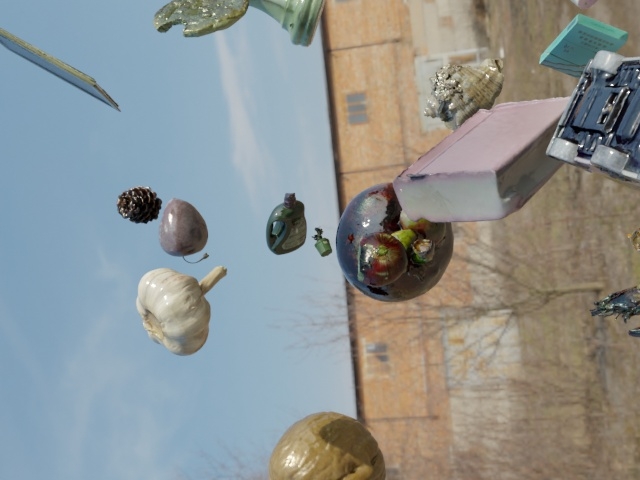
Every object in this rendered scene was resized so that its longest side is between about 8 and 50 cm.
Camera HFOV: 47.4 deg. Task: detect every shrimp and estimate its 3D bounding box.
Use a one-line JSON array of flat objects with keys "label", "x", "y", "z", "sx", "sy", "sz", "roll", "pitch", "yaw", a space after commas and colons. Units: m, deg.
[{"label": "shrimp", "x": 0.488, "y": 0.111, "z": 1.128, "sx": 0.034, "sy": 0.161, "sz": 0.091, "roll": 9, "pitch": -112, "yaw": -35}]

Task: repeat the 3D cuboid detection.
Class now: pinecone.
[{"label": "pinecone", "x": -0.345, "y": -0.069, "z": 1.383, "sx": 0.083, "sy": 0.077, "sz": 0.077, "roll": 29, "pitch": -124, "yaw": -71}]

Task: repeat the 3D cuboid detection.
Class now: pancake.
[{"label": "pancake", "x": -0.297, "y": -0.580, "z": 1.858, "sx": 0.253, "sy": 0.254, "sz": 0.037, "roll": -82, "pitch": -14, "yaw": -49}]

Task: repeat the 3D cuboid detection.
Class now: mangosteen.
[{"label": "mangosteen", "x": 0.205, "y": 0.010, "z": 1.810, "sx": 0.359, "sy": 0.306, "sz": 0.306, "roll": 13, "pitch": 115, "yaw": 54}]

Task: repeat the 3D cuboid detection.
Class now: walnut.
[{"label": "walnut", "x": 0.010, "y": 0.616, "z": 1.942, "sx": 0.333, "sy": 0.333, "sz": 0.332, "roll": -5, "pitch": -90, "yaw": -79}]

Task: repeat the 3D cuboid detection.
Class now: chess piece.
[{"label": "chess piece", "x": -0.143, "y": -0.684, "z": 2.076, "sx": 0.194, "sy": 0.299, "sz": 0.194, "roll": -162, "pitch": 90, "yaw": -88}]

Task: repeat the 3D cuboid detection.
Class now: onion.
[{"label": "onion", "x": 0.129, "y": 0.039, "z": 1.544, "sx": 0.118, "sy": 0.119, "sz": 0.117, "roll": 26, "pitch": -119, "yaw": -77}]

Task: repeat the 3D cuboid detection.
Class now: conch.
[{"label": "conch", "x": 0.374, "y": -0.386, "z": 1.906, "sx": 0.163, "sy": 0.245, "sz": 0.178, "roll": 10, "pitch": -127, "yaw": -61}]

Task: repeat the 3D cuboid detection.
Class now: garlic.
[{"label": "garlic", "x": -0.282, "y": 0.132, "z": 1.601, "sx": 0.226, "sy": 0.199, "sz": 0.199, "roll": -35, "pitch": -54, "yaw": -37}]

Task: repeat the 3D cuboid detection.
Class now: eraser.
[{"label": "eraser", "x": 0.363, "y": -0.172, "z": 1.544, "sx": 0.359, "sy": 0.272, "sz": 0.122, "roll": -40, "pitch": -62, "yaw": -36}]

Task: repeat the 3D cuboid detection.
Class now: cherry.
[{"label": "cherry", "x": -0.318, "y": -0.029, "z": 1.752, "sx": 0.148, "sy": 0.115, "sz": 0.188, "roll": 56, "pitch": -158, "yaw": 3}]

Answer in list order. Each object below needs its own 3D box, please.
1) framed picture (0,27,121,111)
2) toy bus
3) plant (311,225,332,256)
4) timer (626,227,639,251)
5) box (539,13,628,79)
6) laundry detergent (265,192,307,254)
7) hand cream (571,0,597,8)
[{"label": "framed picture", "x": -0.568, "y": -0.371, "z": 1.527, "sx": 0.019, "sy": 0.296, "sz": 0.232, "roll": -61, "pitch": 2, "yaw": -4}, {"label": "toy bus", "x": 0.569, "y": -0.174, "z": 1.197, "sx": 0.440, "sy": 0.249, "sz": 0.209, "roll": -94, "pitch": 27, "yaw": -79}, {"label": "plant", "x": 0.000, "y": 0.000, "z": 2.291, "sx": 0.051, "sy": 0.051, "sz": 0.102, "roll": 63, "pitch": -177, "yaw": -63}, {"label": "timer", "x": 0.735, "y": 0.016, "z": 1.566, "sx": 0.132, "sy": 0.152, "sz": 0.132, "roll": -158, "pitch": 90, "yaw": -85}, {"label": "box", "x": 0.784, "y": -0.573, "z": 2.184, "sx": 0.229, "sy": 0.162, "sz": 0.041, "roll": 125, "pitch": 164, "yaw": -69}, {"label": "laundry detergent", "x": -0.108, "y": -0.059, "z": 2.301, "sx": 0.078, "sy": 0.144, "sz": 0.221, "roll": 50, "pitch": 153, "yaw": 36}, {"label": "hand cream", "x": 0.543, "y": -0.659, "z": 1.717, "sx": 0.312, "sy": 0.111, "sz": 0.070, "roll": 59, "pitch": 152, "yaw": 33}]
